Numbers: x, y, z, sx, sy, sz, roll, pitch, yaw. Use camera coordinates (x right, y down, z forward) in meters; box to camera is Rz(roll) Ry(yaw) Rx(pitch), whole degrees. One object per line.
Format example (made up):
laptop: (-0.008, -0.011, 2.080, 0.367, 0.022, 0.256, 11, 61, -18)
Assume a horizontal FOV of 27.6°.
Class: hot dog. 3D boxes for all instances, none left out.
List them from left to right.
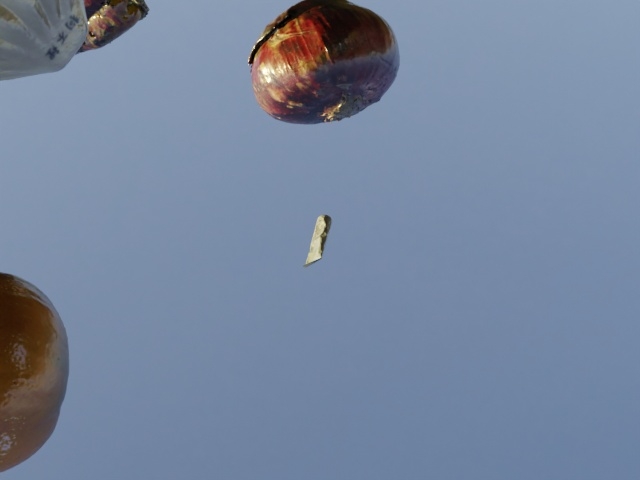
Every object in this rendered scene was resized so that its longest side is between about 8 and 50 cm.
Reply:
hot dog: (-0.415, -0.380, 2.195, 0.270, 0.162, 0.082, -20, -131, 32)

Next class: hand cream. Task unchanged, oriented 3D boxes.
hand cream: (0.000, 0.000, 1.640, 0.030, 0.019, 0.093, -28, -149, 33)

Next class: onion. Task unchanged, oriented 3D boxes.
onion: (0.004, -0.286, 2.075, 0.246, 0.246, 0.190, -12, -115, -22)

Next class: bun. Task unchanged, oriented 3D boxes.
bun: (-0.414, -0.317, 1.824, 0.175, 0.263, 0.263, 32, -147, -6)

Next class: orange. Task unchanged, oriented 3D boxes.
orange: (-0.371, 0.146, 1.458, 0.171, 0.240, 0.240, 4, -151, -25)
